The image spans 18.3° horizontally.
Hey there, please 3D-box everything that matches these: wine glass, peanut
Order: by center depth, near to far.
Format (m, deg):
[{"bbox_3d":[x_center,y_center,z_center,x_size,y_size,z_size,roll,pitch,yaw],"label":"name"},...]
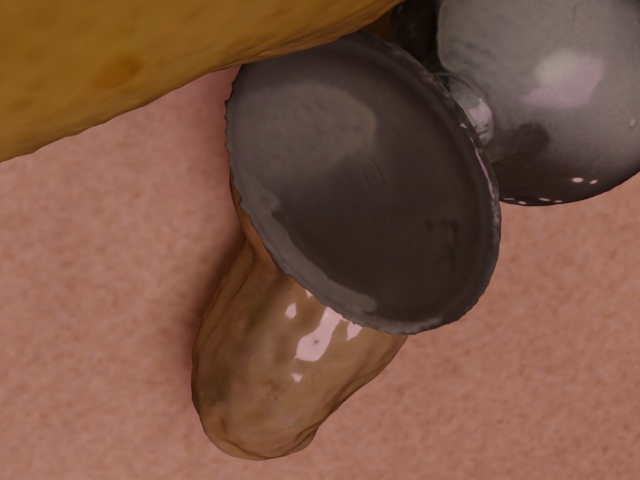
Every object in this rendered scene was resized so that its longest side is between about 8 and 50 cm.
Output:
[{"bbox_3d":[0.078,-0.066,0.657,0.231,0.103,0.103,-37,130,-42],"label":"wine glass"},{"bbox_3d":[0.000,0.000,0.737,0.082,0.082,0.187,5,116,-21],"label":"peanut"}]

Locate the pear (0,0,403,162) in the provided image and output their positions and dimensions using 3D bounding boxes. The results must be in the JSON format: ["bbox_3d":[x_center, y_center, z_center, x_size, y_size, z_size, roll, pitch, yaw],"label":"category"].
[{"bbox_3d":[-0.105,-0.171,0.470,0.348,0.348,0.348,-8,117,-15],"label":"pear"}]
